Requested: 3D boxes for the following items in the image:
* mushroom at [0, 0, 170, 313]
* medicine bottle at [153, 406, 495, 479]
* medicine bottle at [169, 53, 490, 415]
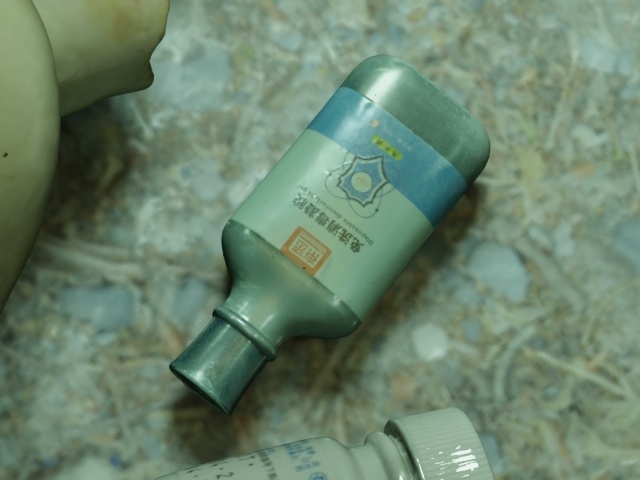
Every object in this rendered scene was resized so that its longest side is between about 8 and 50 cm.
[{"bbox_3d":[-0.205,-0.065,0.921,0.290,0.292,0.292,-17,82,-44],"label":"mushroom"},{"bbox_3d":[0.002,0.151,0.965,0.168,0.105,0.105,-12,82,-9],"label":"medicine bottle"},{"bbox_3d":[0.000,0.000,1.015,0.090,0.054,0.208,39,78,0],"label":"medicine bottle"}]
